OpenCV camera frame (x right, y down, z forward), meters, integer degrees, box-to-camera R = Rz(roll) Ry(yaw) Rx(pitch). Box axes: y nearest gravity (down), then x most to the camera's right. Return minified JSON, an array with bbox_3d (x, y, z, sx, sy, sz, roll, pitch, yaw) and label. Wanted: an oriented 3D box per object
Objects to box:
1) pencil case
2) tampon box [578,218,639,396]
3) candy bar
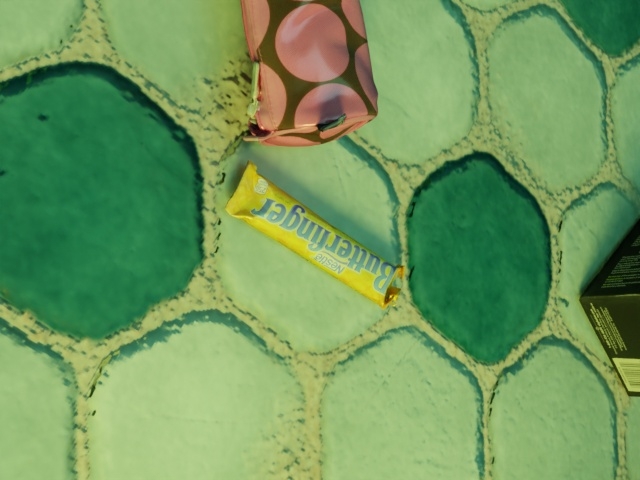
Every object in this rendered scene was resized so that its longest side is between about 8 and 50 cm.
[{"bbox_3d":[-0.022,-0.168,0.680,0.098,0.095,0.209,-11,90,-22],"label":"pencil case"},{"bbox_3d":[0.334,0.048,0.922,0.161,0.101,0.120,-43,111,-33],"label":"tampon box"},{"bbox_3d":[0.000,0.000,0.722,0.161,0.018,0.040,33,67,-30],"label":"candy bar"}]
